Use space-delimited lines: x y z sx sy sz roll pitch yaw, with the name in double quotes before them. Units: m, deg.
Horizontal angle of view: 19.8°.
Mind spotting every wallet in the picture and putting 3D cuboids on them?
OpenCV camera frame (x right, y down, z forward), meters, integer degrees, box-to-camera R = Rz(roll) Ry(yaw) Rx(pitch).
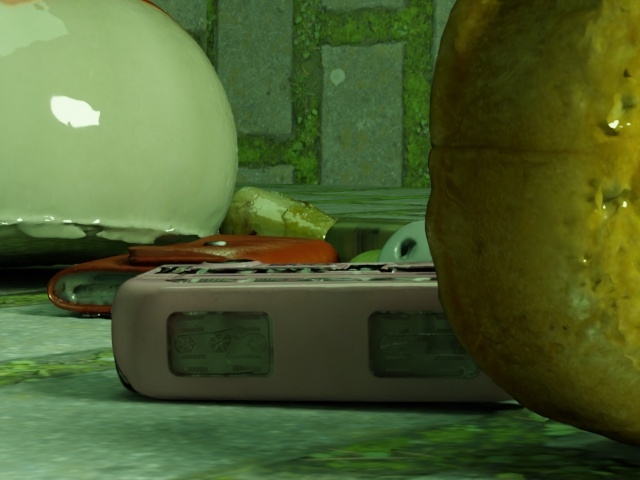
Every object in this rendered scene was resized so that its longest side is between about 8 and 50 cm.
"wallet" -0.081 0.021 1.250 0.142 0.045 0.204 -1 3 16

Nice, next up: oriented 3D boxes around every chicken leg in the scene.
"chicken leg" 0.000 0.000 1.506 0.178 0.070 0.093 9 1 22

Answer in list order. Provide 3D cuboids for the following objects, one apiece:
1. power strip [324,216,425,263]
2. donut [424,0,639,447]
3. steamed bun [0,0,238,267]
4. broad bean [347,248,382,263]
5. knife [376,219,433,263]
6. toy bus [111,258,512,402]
"power strip" 0.101 0.019 1.213 0.092 0.066 0.387 1 1 -18
"donut" 0.149 -0.024 0.681 0.226 0.226 0.114 -1 3 -20
"steamed bun" -0.247 -0.099 1.434 0.374 0.241 0.374 0 -7 0
"broad bean" 0.046 0.032 1.124 0.063 0.045 0.083 -3 12 -23
"knife" 0.135 0.034 0.935 0.265 0.073 0.040 6 -25 41
"toy bus" 0.007 0.041 0.835 0.203 0.063 0.090 -1 6 12
